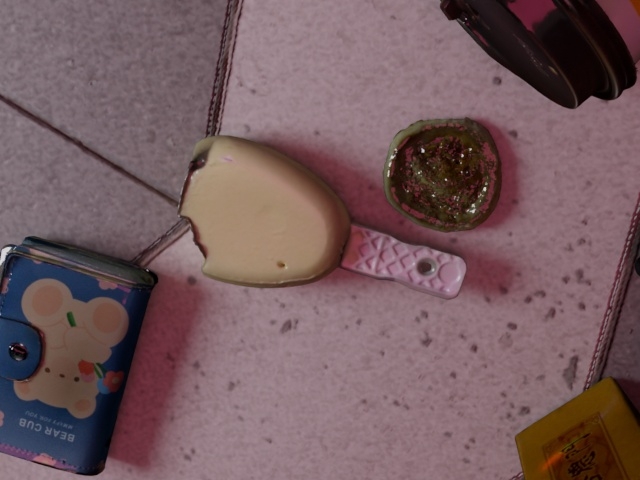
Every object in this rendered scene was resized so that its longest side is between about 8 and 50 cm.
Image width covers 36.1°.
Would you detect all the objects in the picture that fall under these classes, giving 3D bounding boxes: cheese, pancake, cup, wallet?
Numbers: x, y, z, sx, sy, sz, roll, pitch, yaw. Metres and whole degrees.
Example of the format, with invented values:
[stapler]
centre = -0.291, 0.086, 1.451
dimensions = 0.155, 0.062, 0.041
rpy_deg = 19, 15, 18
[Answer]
[cheese]
centre = 0.000, 0.000, 0.849
dimensions = 0.256, 0.050, 0.127
rpy_deg = 19, 104, 2
[pancake]
centre = 0.104, -0.055, 0.843
dimensions = 0.108, 0.017, 0.108
rpy_deg = 1, 99, 4
[cup]
centre = 0.221, -0.240, 0.709
dimensions = 0.280, 0.196, 0.196
rpy_deg = -43, 95, 5
[wallet]
centre = -0.240, 0.103, 0.895
dimensions = 0.141, 0.059, 0.202
rpy_deg = 17, 106, -5

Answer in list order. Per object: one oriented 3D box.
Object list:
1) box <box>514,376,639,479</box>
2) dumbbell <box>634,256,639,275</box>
[box]
centre = 0.328, 0.338, 0.783
dimensions = 0.116, 0.264, 0.415
rpy_deg = -36, 97, 11
[dumbbell]
centre = 0.314, 0.056, 0.805
dimensions = 0.099, 0.099, 0.208
rpy_deg = -9, 101, 8
